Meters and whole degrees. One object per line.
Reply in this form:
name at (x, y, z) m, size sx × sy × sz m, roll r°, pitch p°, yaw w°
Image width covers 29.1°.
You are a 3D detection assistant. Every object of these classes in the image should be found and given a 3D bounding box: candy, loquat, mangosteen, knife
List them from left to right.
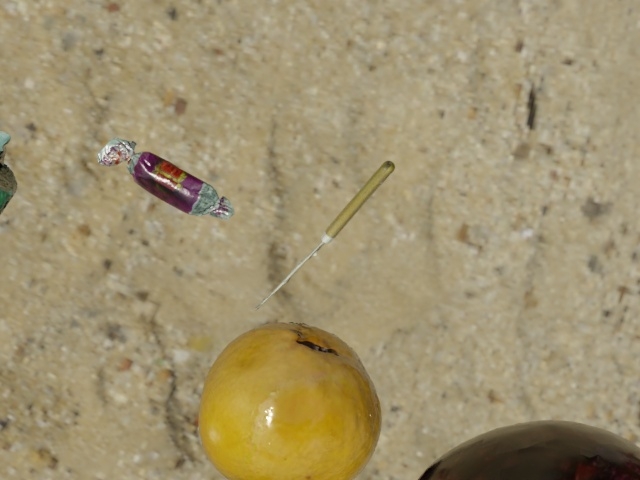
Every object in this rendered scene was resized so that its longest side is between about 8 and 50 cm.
candy at (-0.183, -0.069, 1.476) m, size 0.045 × 0.175 × 0.043 m, roll -62°, pitch -177°, yaw -22°
loquat at (-0.037, 0.194, 1.393) m, size 0.208 × 0.208 × 0.208 m, roll -22°, pitch 121°, yaw -43°
knife at (0.002, 0.002, 1.568) m, size 0.298 × 0.017 × 0.047 m, roll -49°, pitch -178°, yaw 28°
mangosteen at (0.217, 0.305, 1.110) m, size 0.300 × 0.300 × 0.300 m, roll -22°, pitch 121°, yaw -43°

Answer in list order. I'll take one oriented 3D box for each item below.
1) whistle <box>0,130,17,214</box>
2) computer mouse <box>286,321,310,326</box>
whistle at (-0.191, 0.028, 0.544) m, size 0.186 × 0.039 × 0.039 m, roll -63°, pitch 142°, yaw -27°
computer mouse at (-0.070, 0.178, 1.772) m, size 0.122 × 0.073 × 0.217 m, roll 4°, pitch 146°, yaw -24°
